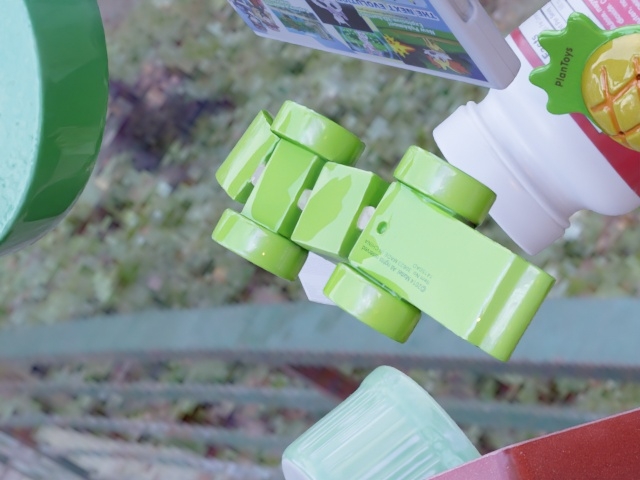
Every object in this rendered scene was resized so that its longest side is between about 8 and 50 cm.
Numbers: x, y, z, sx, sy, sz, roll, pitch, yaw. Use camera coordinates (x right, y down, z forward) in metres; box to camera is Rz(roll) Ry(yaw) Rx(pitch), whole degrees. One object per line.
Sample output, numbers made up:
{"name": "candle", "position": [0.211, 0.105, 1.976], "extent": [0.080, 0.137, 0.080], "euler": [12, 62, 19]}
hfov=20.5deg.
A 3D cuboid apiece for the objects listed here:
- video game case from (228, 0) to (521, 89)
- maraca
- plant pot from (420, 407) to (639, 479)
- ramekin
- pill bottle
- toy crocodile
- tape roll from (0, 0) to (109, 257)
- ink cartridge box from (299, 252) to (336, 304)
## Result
{"name": "video game case", "position": [-0.023, -0.253, 1.463], "extent": [0.329, 0.300, 0.036], "euler": [19, 68, 46]}
{"name": "maraca", "position": [0.273, -0.135, 1.535], "extent": [0.099, 0.186, 0.127], "euler": [-60, -16, -52]}
{"name": "plant pot", "position": [0.156, 0.294, 1.405], "extent": [0.267, 0.267, 0.235], "euler": [-27, 77, 36]}
{"name": "ramekin", "position": [0.090, 0.298, 1.882], "extent": [0.148, 0.303, 0.303], "euler": [-34, 17, -13]}
{"name": "pill bottle", "position": [0.327, -0.175, 1.840], "extent": [0.408, 0.229, 0.229], "euler": [-39, 25, 12]}
{"name": "toy crocodile", "position": [0.033, -0.008, 1.181], "extent": [0.340, 0.105, 0.115], "euler": [27, 89, 49]}
{"name": "tape roll", "position": [-0.301, -0.132, 1.288], "extent": [0.321, 0.321, 0.077], "euler": [-41, -10, 34]}
{"name": "ink cartridge box", "position": [0.000, 0.000, 1.473], "extent": [0.063, 0.115, 0.029], "euler": [7, 37, 47]}
